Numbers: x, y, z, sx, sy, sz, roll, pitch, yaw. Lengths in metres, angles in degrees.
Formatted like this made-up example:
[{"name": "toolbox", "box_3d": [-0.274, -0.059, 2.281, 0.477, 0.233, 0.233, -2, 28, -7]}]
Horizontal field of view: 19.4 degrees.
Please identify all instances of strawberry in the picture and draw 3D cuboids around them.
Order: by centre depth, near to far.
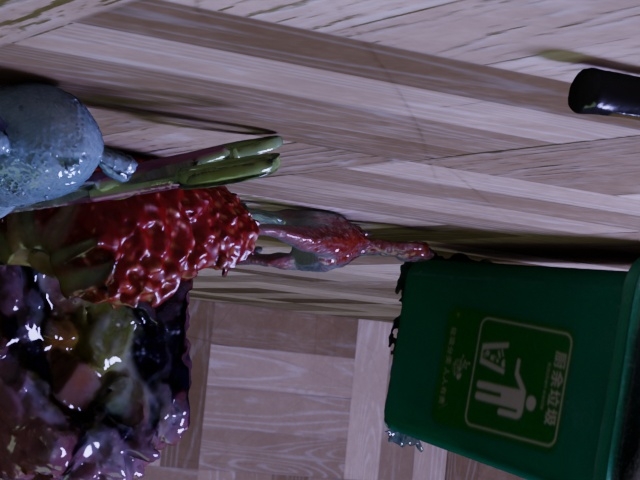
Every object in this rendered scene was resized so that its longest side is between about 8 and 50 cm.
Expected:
[{"name": "strawberry", "box_3d": [-0.139, -0.031, 1.335, 0.167, 0.087, 0.208, 25, -150, 23]}]

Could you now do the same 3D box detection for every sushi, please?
[{"name": "sushi", "box_3d": [-0.217, 0.076, 1.478, 0.237, 0.270, 0.171, -7, 180, -37]}]

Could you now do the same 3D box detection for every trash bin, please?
[{"name": "trash bin", "box_3d": [0.271, 0.129, 1.793, 0.295, 0.259, 0.381, 9, -179, -42]}]

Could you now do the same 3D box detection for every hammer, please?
[{"name": "hammer", "box_3d": [0.202, -0.055, 0.852, 0.201, 0.021, 0.078, 7, 175, -27]}]

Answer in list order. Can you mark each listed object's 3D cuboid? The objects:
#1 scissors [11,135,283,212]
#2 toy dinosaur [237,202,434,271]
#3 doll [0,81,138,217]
[{"name": "scissors", "box_3d": [-0.113, -0.035, 1.100, 0.187, 0.020, 0.133, -12, -171, 0]}, {"name": "toy dinosaur", "box_3d": [0.000, 0.000, 1.607, 0.167, 0.053, 0.242, 3, 175, 11]}, {"name": "doll", "box_3d": [-0.196, -0.050, 1.054, 0.180, 0.075, 0.120, 2, 176, 43]}]
